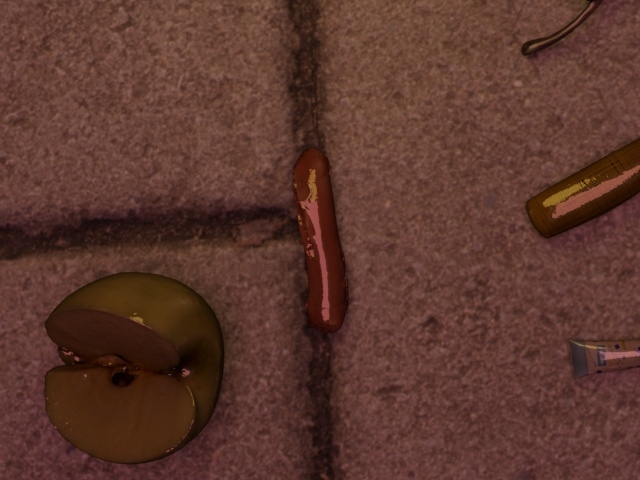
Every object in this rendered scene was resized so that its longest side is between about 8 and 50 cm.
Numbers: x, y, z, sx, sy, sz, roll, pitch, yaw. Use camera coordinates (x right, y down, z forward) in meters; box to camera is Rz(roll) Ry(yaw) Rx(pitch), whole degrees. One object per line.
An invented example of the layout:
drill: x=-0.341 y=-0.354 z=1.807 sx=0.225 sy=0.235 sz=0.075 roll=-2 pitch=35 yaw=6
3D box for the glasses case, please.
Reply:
glasses case: x=0.438 y=-0.082 z=1.754 sx=0.234 sy=0.064 sz=0.079 roll=-30 pitch=79 yaw=7

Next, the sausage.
sausage: x=-0.001 y=0.000 z=1.805 sx=0.078 sy=0.078 sz=0.304 roll=-7 pitch=89 yaw=7

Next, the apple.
apple: x=-0.287 y=0.187 z=1.762 sx=0.258 sy=0.233 sz=0.295 roll=2 pitch=105 yaw=28

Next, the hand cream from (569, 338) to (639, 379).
hand cream: x=0.482 y=0.179 z=1.757 sx=0.171 sy=0.043 sz=0.065 roll=-7 pitch=87 yaw=12

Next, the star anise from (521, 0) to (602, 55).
star anise: x=0.382 y=-0.512 z=1.746 sx=0.359 sy=0.139 sz=0.316 roll=-39 pitch=77 yaw=21
